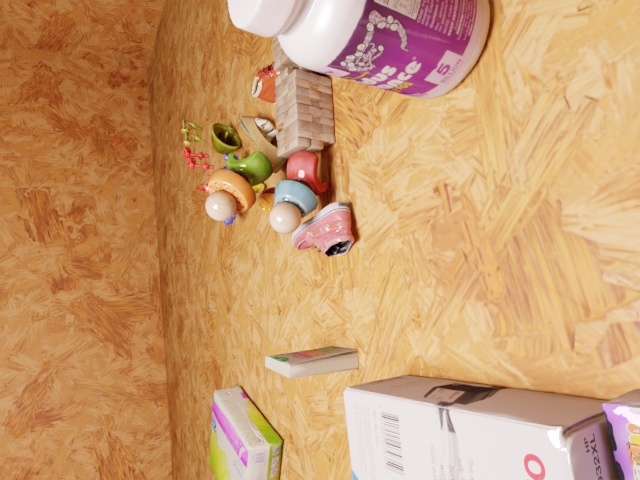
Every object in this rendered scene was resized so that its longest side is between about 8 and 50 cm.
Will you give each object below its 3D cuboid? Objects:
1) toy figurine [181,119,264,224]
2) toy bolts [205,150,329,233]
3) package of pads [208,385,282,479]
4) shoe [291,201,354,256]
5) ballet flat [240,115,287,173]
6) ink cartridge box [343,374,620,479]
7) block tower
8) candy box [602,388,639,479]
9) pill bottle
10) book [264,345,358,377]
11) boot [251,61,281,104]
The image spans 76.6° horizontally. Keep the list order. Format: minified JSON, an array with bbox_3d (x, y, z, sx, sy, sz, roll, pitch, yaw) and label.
[{"bbox_3d":[-0.311,-0.165,1.187,0.363,0.191,0.217,62,143,38],"label":"toy figurine"},{"bbox_3d":[-0.099,-0.066,0.825,0.228,0.218,0.159,2,51,32],"label":"toy bolts"},{"bbox_3d":[-0.213,0.571,1.091,0.296,0.101,0.229,17,104,57],"label":"package of pads"},{"bbox_3d":[0.000,0.000,0.796,0.178,0.063,0.081,-36,55,47],"label":"shoe"},{"bbox_3d":[-0.135,-0.260,1.025,0.073,0.080,0.232,-40,54,16],"label":"ballet flat"},{"bbox_3d":[0.174,0.287,0.459,0.307,0.129,0.223,-20,73,56],"label":"ink cartridge box"},{"bbox_3d":[-0.038,-0.342,0.837,0.097,0.090,0.336,-8,82,57],"label":"block tower"},{"bbox_3d":[0.322,0.217,0.281,0.165,0.070,0.196,-22,71,55],"label":"candy box"},{"bbox_3d":[0.050,-0.286,0.500,0.169,0.301,0.169,-1,89,58],"label":"pill bottle"},{"bbox_3d":[-0.017,0.222,0.745,0.096,0.144,0.035,-8,83,57],"label":"book"},{"bbox_3d":[-0.106,-0.395,0.953,0.158,0.084,0.059,-57,43,38],"label":"boot"}]
